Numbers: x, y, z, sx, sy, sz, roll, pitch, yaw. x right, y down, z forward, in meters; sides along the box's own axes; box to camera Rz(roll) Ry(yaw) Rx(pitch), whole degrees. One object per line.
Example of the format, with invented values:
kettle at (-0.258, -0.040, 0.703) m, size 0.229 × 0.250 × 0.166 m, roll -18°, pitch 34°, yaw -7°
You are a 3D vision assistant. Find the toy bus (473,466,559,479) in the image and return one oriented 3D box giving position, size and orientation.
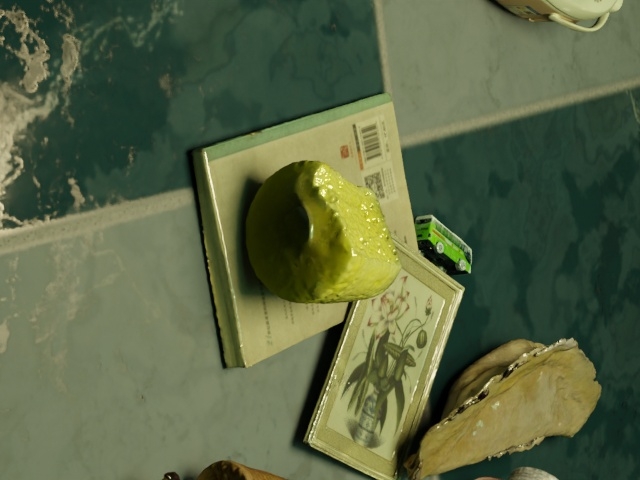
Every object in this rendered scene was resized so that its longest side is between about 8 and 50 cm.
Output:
toy bus at (0.320, 0.401, 1.539) m, size 0.203 × 0.427 × 0.233 m, roll -56°, pitch 140°, yaw -30°

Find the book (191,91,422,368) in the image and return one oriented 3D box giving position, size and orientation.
book at (-0.004, -0.017, 1.460) m, size 0.282 × 0.025 × 0.215 m, roll -19°, pitch 104°, yaw -46°

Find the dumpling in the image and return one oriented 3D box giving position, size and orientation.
dumpling at (0.206, 0.160, 1.646) m, size 0.332 × 0.086 × 0.166 m, roll -8°, pitch 123°, yaw -49°

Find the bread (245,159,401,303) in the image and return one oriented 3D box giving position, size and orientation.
bread at (0.000, 0.000, 1.362) m, size 0.114 × 0.111 × 0.129 m, roll 13°, pitch 56°, yaw -51°

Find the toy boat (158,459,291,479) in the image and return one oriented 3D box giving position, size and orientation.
toy boat at (-0.060, 0.264, 1.356) m, size 0.310 × 0.089 × 0.115 m, roll 31°, pitch 77°, yaw -43°

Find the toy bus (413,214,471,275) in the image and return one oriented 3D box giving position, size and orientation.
toy bus at (0.129, 0.008, 1.601) m, size 0.083 × 0.031 × 0.037 m, roll 36°, pitch 56°, yaw -42°

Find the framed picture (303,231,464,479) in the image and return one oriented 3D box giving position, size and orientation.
framed picture at (0.069, 0.122, 1.530) m, size 0.173 × 0.010 × 0.231 m, roll 33°, pitch 72°, yaw -48°

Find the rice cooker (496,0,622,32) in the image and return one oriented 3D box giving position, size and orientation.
rice cooker at (0.253, -0.313, 1.660) m, size 0.206 × 0.127 × 0.145 m, roll 22°, pitch 76°, yaw -49°
